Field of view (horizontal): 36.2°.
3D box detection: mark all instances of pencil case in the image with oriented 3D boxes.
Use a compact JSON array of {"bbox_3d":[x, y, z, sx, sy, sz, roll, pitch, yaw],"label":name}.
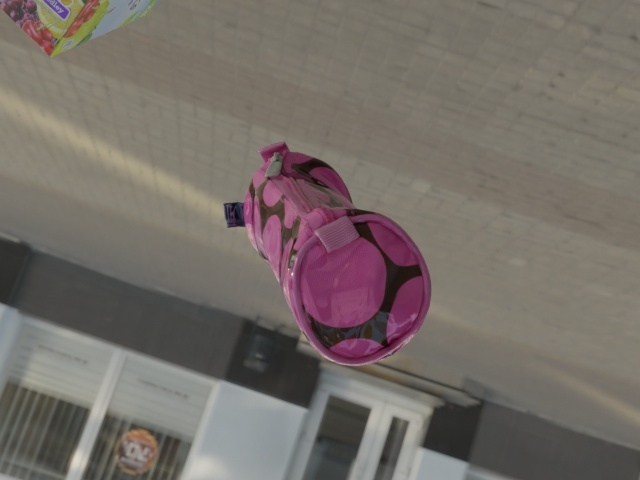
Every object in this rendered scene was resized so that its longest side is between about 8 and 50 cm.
[{"bbox_3d":[0.000,0.000,0.625,0.095,0.098,0.209,-15,-162,-10],"label":"pencil case"}]

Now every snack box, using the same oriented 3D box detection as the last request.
[{"bbox_3d":[-0.152,-0.265,0.814,0.070,0.207,0.174,44,-151,-4],"label":"snack box"}]
